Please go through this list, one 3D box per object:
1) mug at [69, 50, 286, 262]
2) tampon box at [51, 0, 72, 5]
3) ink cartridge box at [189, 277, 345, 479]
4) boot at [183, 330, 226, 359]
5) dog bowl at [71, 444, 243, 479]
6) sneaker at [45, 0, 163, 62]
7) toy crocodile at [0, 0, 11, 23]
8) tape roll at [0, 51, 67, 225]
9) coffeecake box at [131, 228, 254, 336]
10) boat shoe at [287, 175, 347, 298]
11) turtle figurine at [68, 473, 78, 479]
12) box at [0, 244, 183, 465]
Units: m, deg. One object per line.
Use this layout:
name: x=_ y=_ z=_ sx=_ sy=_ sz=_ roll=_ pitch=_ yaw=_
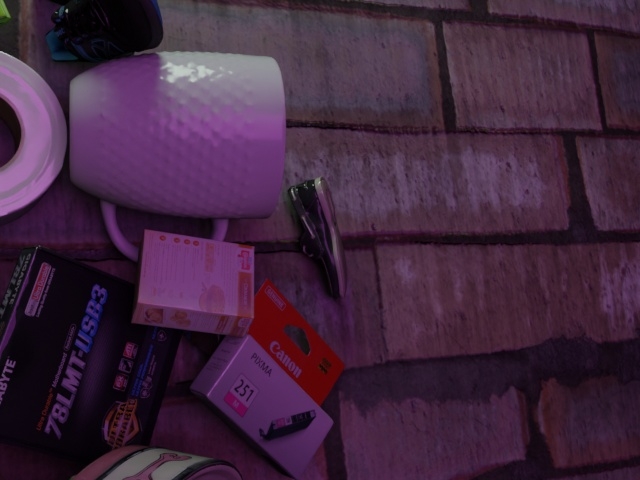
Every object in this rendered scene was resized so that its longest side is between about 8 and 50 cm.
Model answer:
mug: x=-0.250 y=-0.129 z=1.477 sx=0.327 sy=0.276 sz=0.374 roll=1 pitch=109 yaw=-15
tampon box: x=-0.417 y=-0.498 z=1.540 sx=0.120 sy=0.101 sz=0.161 roll=16 pitch=73 yaw=-23
ink cartridge box: x=-0.066 y=0.243 z=1.533 sx=0.275 sy=0.060 sz=0.239 roll=51 pitch=62 yaw=-33
boot: x=-0.190 y=0.176 z=1.543 sx=0.106 sy=0.082 sz=0.219 roll=11 pitch=96 yaw=19
dog bowl: x=-0.281 y=0.481 z=1.274 sx=0.150 sy=0.408 sz=0.408 roll=21 pitch=65 yaw=23
sneaker: x=-0.348 y=-0.343 z=1.412 sx=0.139 sy=0.341 sz=0.125 roll=-20 pitch=94 yaw=-24
toy crocodile: x=-0.663 y=-0.335 z=1.399 sx=0.340 sy=0.105 sz=0.115 roll=-29 pitch=93 yaw=-32
tape roll: x=-0.556 y=-0.164 z=1.409 sx=0.286 sy=0.100 sz=0.286 roll=5 pitch=78 yaw=-24
coffeecake box: x=-0.204 y=0.070 z=1.430 sx=0.185 sy=0.068 sz=0.142 roll=9 pitch=52 yaw=-16
boat shoe: x=0.000 y=0.000 z=1.668 sx=0.079 sy=0.084 sz=0.233 roll=-15 pitch=94 yaw=11
turtle figurine: x=-0.432 y=0.460 z=1.294 sx=0.266 sy=0.274 sz=0.198 roll=-19 pitch=122 yaw=-31
box: x=-0.379 y=0.195 z=1.396 sx=0.293 sy=0.073 sz=0.296 roll=29 pitch=68 yaw=-37
